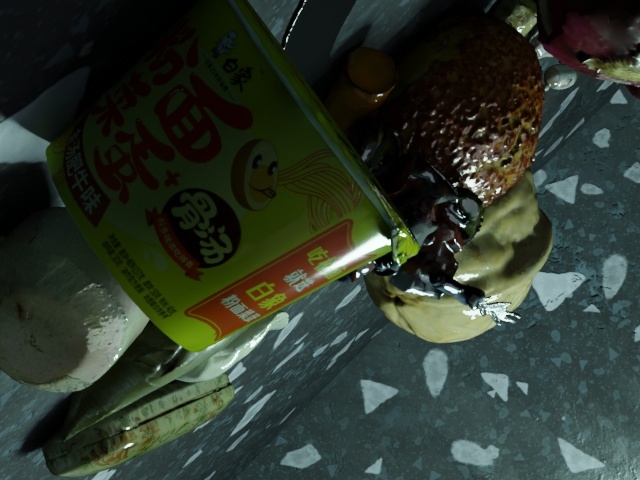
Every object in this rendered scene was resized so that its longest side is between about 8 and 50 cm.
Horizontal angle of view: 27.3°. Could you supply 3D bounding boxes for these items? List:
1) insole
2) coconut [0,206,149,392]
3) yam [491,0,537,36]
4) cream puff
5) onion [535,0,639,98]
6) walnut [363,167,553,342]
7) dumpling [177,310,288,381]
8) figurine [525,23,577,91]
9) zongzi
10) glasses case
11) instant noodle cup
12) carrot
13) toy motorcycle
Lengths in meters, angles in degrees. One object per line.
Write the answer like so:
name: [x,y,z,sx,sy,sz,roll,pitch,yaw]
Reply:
insole: [-0.008,-0.224,1.505,0.119,0.009,0.348,-38,166,-24]
coconut: [-0.246,0.048,1.270,0.171,0.171,0.183,-51,-170,27]
yam: [0.233,-0.266,2.067,0.299,0.066,0.066,-50,168,30]
cream puff: [0.194,-0.158,1.903,0.350,0.228,0.350,-41,166,-12]
onion: [0.488,-0.401,1.758,0.398,0.398,0.420,83,11,-76]
walnut: [0.250,0.004,2.435,0.381,0.381,0.381,-43,168,-11]
dumpling: [-0.162,0.122,1.776,0.250,0.132,0.162,-8,-176,-15]
figurine: [0.361,-0.321,2.176,0.260,0.103,0.205,-47,144,-7]
zongzi: [-0.160,0.089,1.659,0.360,0.160,0.323,-54,167,18]
glasses case: [-0.276,0.281,2.066,0.156,0.098,0.425,-24,176,22]
instant noodle cup: [-0.085,-0.053,1.174,0.221,0.311,0.311,-36,169,5]
carrot: [0.032,-0.164,1.704,0.072,0.072,0.205,-37,168,-34]
toy motorcycle: [0.132,0.004,1.760,0.401,0.134,0.207,33,87,-43]
